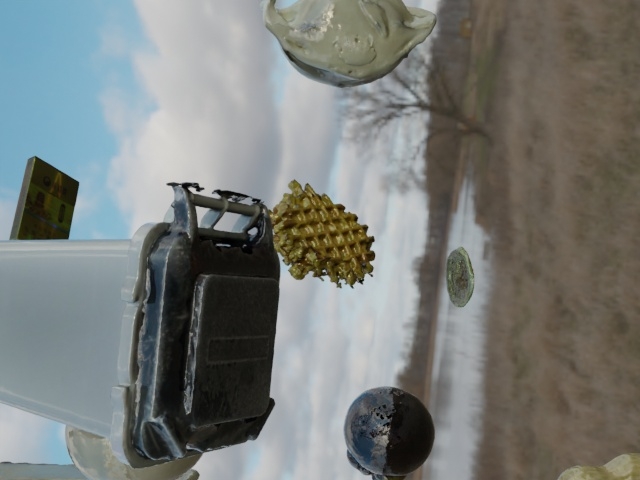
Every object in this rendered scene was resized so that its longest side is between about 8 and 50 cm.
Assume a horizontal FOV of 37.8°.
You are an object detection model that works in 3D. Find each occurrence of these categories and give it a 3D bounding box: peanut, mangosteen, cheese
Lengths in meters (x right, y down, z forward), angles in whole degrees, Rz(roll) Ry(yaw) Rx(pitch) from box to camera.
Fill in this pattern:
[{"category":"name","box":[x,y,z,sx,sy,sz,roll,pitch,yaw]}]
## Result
[{"category":"peanut","box":[0.400,0.331,1.251,0.082,0.187,0.082,171,90,-72]},{"category":"mangosteen","box":[0.150,0.451,2.091,0.211,0.211,0.250,-71,-12,-60]},{"category":"cheese","box":[-0.427,0.442,1.727,0.085,0.400,0.034,-58,-34,-76]}]

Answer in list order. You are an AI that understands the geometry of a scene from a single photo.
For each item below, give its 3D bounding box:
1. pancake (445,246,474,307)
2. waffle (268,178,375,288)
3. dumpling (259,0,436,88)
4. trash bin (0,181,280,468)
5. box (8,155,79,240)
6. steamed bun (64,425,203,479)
[{"category":"pancake","box":[0.240,0.063,1.618,0.108,0.017,0.108,179,90,-70]},{"category":"waffle","box":[0.000,0.000,1.562,0.070,0.193,0.197,-51,26,36]},{"category":"dumpling","box":[0.040,-0.390,1.730,0.243,0.318,0.187,-115,28,-62]},{"category":"trash bin","box":[-0.246,0.080,1.084,0.256,0.367,0.296,5,-91,-62]},{"category":"box","box":[-0.557,-0.061,1.896,0.121,0.030,0.193,35,-131,-45]},{"category":"steamed bun","box":[-0.291,0.327,1.501,0.232,0.231,0.145,-2,-89,-83]}]
